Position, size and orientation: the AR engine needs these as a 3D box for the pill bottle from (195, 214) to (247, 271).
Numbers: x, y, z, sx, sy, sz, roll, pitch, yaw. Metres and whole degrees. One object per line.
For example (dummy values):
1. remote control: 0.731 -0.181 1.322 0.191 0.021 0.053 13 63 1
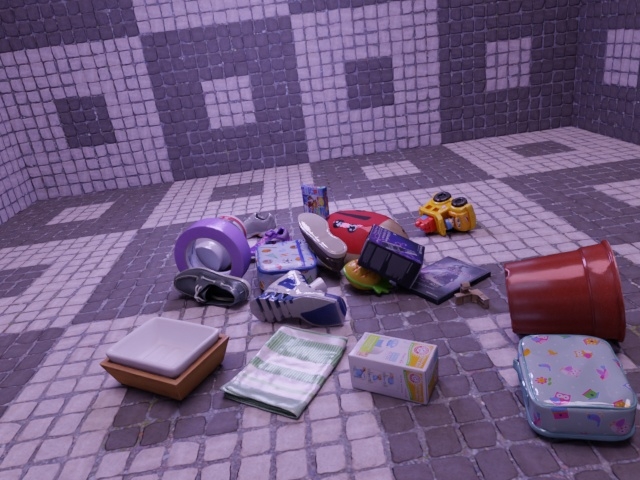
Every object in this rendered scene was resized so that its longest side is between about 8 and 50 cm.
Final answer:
1. pill bottle: -0.434 0.023 2.087 0.176 0.177 0.318 -3 22 10

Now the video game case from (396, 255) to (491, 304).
1. video game case: 0.433 0.134 1.744 0.274 0.026 0.196 -22 26 -30

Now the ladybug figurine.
1. ladybug figurine: 0.161 -0.023 2.028 0.449 0.162 0.305 11 29 39

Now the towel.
1. towel: -0.089 0.347 1.375 0.247 0.038 0.325 6 26 28

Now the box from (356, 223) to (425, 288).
1. box: 0.248 0.052 1.722 0.207 0.108 0.153 24 27 3

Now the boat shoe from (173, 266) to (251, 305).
1. boat shoe: -0.412 0.174 1.798 0.319 0.116 0.099 7 22 19

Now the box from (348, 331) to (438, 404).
1. box: 0.189 0.321 1.259 0.203 0.103 0.114 5 26 29

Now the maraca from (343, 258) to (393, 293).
1. maraca: 0.167 0.130 1.749 0.185 0.099 0.127 28 38 16

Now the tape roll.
1. tape roll: -0.405 0.057 1.864 0.274 0.275 0.090 -2 22 14

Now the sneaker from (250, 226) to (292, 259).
1. sneaker: -0.229 0.008 2.156 0.236 0.105 0.095 -22 28 -29

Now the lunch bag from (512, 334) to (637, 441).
1. lunch bag: 0.565 0.324 1.127 0.223 0.108 0.279 -6 20 17

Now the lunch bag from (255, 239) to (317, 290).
1. lunch bag: -0.128 0.087 1.924 0.243 0.115 0.303 -7 23 -6

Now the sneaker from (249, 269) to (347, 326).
1. sneaker: -0.062 0.175 1.633 0.315 0.128 0.182 0 35 21

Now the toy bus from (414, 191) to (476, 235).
1. toy bus: 0.524 -0.093 2.131 0.211 0.150 0.220 -32 33 -21

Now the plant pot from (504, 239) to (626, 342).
1. plant pot: 0.656 0.149 1.360 0.264 0.273 0.272 -8 21 22

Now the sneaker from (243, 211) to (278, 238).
1. sneaker: -0.337 -0.077 2.372 0.262 0.121 0.099 -6 21 4

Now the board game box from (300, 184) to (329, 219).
1. board game box: -0.022 -0.163 2.375 0.136 0.201 0.035 12 28 37

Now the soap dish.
1. soap dish: -0.437 0.333 1.414 0.290 0.118 0.229 5 25 27

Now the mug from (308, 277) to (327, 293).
1. mug: -0.018 0.178 1.756 0.064 0.078 0.062 -28 61 -23

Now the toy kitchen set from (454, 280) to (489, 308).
1. toy kitchen set: 0.478 0.176 1.567 0.083 0.068 0.075 -12 23 -9

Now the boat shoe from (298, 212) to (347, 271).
1. boat shoe: 0.000 0.000 1.929 0.116 0.097 0.324 -16 38 -24
